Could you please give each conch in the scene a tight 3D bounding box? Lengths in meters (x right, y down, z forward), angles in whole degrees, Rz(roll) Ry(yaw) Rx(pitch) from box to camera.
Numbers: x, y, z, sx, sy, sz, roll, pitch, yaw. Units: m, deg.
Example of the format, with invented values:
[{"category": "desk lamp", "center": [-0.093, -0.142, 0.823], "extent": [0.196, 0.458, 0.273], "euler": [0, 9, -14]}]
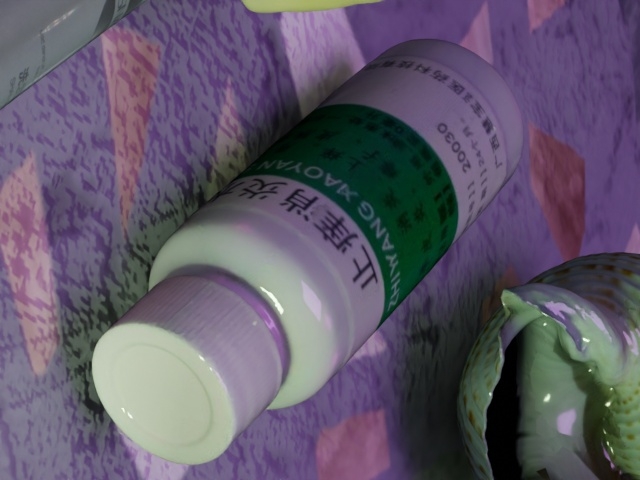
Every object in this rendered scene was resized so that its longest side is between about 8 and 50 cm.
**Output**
[{"category": "conch", "center": [0.146, 0.081, 0.982], "extent": [0.200, 0.131, 0.172], "euler": [32, 91, -23]}]

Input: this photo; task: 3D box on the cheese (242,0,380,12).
[{"category": "cheese", "center": [0.018, -0.262, 0.719], "extent": [0.242, 0.124, 0.265], "euler": [57, 45, -24]}]

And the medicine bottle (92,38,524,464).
[{"category": "medicine bottle", "center": [0.000, 0.000, 0.786], "extent": [0.260, 0.095, 0.095], "euler": [-46, 128, -45]}]

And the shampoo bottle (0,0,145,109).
[{"category": "shampoo bottle", "center": [-0.097, -0.103, 0.668], "extent": [0.195, 0.056, 0.056], "euler": [-47, 129, -44]}]
